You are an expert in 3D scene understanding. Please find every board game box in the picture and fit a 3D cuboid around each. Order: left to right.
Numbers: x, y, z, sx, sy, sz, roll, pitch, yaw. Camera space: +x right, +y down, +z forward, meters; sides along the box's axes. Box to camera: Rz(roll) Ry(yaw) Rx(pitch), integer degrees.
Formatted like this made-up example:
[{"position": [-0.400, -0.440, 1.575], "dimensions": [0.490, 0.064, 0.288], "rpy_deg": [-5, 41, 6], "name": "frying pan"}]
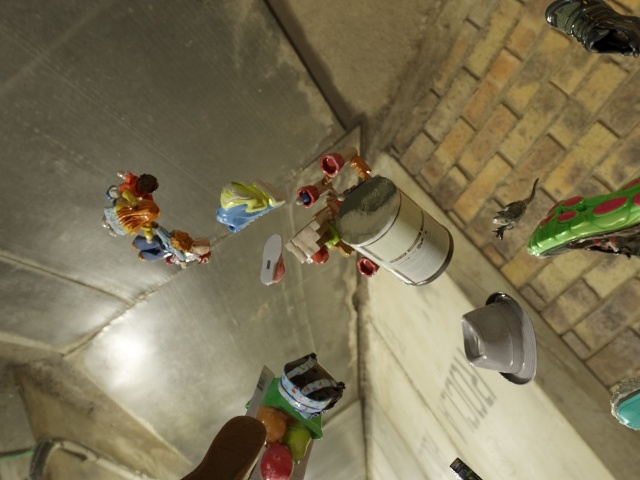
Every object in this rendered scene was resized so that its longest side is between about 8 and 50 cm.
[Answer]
[{"position": [0.520, 0.826, 1.795], "dimensions": [0.048, 0.141, 0.170], "rpy_deg": [-43, 131, -13], "name": "board game box"}]

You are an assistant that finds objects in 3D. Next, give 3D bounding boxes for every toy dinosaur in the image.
[{"position": [0.515, -0.074, 1.425], "dimensions": [0.268, 0.064, 0.118], "rpy_deg": [-37, 167, -43], "name": "toy dinosaur"}]

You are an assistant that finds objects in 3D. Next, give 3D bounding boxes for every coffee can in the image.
[{"position": [0.205, -0.019, 1.442], "dimensions": [0.201, 0.202, 0.275], "rpy_deg": [-45, 130, 15], "name": "coffee can"}]

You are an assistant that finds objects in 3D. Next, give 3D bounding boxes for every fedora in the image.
[{"position": [0.455, 0.264, 1.423], "dimensions": [0.124, 0.275, 0.244], "rpy_deg": [-5, 102, -4], "name": "fedora"}]

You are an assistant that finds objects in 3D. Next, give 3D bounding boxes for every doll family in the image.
[{"position": [-0.330, -0.015, 1.055], "dimensions": [0.263, 0.163, 0.118], "rpy_deg": [53, 45, -28], "name": "doll family"}]

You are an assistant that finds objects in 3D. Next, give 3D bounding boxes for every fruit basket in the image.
[{"position": [-0.137, 0.600, 1.568], "dimensions": [0.165, 0.353, 0.327], "rpy_deg": [-8, 137, 39], "name": "fruit basket"}]

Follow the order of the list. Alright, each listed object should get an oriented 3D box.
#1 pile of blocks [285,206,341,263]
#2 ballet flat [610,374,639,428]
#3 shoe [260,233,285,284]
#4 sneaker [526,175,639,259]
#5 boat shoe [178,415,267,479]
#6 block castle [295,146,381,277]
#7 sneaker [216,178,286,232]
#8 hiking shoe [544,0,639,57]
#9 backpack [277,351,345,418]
[{"position": [0.000, 0.000, 1.432], "dimensions": [0.149, 0.113, 0.362], "rpy_deg": [-41, -177, 0], "name": "pile of blocks"}, {"position": [0.861, 0.309, 1.218], "dimensions": [0.147, 0.147, 0.409], "rpy_deg": [-3, 153, -47], "name": "ballet flat"}, {"position": [-0.157, 0.064, 1.843], "dimensions": [0.081, 0.063, 0.178], "rpy_deg": [2, 101, -68], "name": "shoe"}, {"position": [0.694, -0.015, 1.255], "dimensions": [0.185, 0.202, 0.482], "rpy_deg": [-48, -168, -26], "name": "sneaker"}, {"position": [-0.213, 0.484, 0.979], "dimensions": [0.342, 0.123, 0.123], "rpy_deg": [-49, 155, -50], "name": "boat shoe"}, {"position": [0.129, -0.102, 2.028], "dimensions": [0.213, 0.453, 0.303], "rpy_deg": [-37, 173, -41], "name": "block castle"}, {"position": [-0.188, -0.088, 1.369], "dimensions": [0.126, 0.091, 0.240], "rpy_deg": [-56, 156, 19], "name": "sneaker"}, {"position": [0.576, -0.451, 1.118], "dimensions": [0.114, 0.226, 0.086], "rpy_deg": [-39, 148, -37], "name": "hiking shoe"}, {"position": [-0.040, 0.395, 1.419], "dimensions": [0.117, 0.158, 0.173], "rpy_deg": [-55, 156, 16], "name": "backpack"}]
